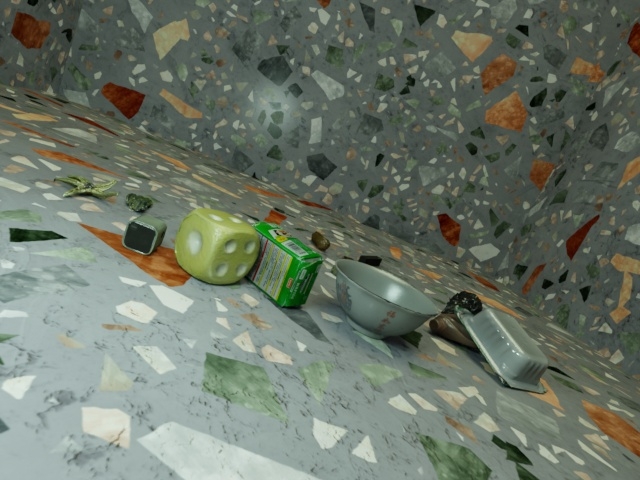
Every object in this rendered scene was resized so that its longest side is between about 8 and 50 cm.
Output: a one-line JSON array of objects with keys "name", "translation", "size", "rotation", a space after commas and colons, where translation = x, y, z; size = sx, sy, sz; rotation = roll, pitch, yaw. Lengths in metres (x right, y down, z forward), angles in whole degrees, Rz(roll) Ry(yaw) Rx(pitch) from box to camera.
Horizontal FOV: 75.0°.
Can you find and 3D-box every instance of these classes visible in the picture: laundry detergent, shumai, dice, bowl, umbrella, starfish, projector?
[{"name": "laundry detergent", "translation": [0.513, 0.338, 1.546], "size": [0.237, 0.076, 0.171], "rotation": [13, 20, -43]}, {"name": "shumai", "translation": [0.112, 0.115, 1.716], "size": [0.123, 0.087, 0.099], "rotation": [32, 12, 27]}, {"name": "dice", "translation": [-0.289, 0.015, 1.170], "size": [0.169, 0.166, 0.169], "rotation": [32, 14, 32]}, {"name": "bowl", "translation": [0.171, 0.200, 1.283], "size": [0.345, 0.157, 0.345], "rotation": [24, 11, -5]}, {"name": "umbrella", "translation": [0.617, 0.307, 1.810], "size": [0.154, 0.128, 0.336], "rotation": [12, 13, 22]}, {"name": "starfish", "translation": [-0.758, -0.171, 1.362], "size": [0.223, 0.050, 0.217], "rotation": [14, 16, 10]}, {"name": "projector", "translation": [-0.479, -0.017, 1.141], "size": [0.083, 0.083, 0.082], "rotation": [23, 12, -8]}]

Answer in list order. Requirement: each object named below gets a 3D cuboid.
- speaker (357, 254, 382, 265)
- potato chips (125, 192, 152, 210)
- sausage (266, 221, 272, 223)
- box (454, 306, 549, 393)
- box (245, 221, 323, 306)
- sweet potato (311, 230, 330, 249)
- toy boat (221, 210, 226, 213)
[{"name": "speaker", "translation": [0.257, 0.104, 2.151], "size": [0.040, 0.046, 0.191], "rotation": [32, 14, 30]}, {"name": "potato chips", "translation": [-0.648, -0.136, 1.482], "size": [0.091, 0.028, 0.207], "rotation": [19, 11, -18]}, {"name": "sausage", "translation": [-0.212, -0.045, 1.872], "size": [0.062, 0.054, 0.183], "rotation": [52, -5, -27]}, {"name": "box", "translation": [0.660, 0.359, 1.471], "size": [0.264, 0.106, 0.337], "rotation": [19, 28, -28]}, {"name": "box", "translation": [-0.126, 0.067, 1.240], "size": [0.250, 0.180, 0.103], "rotation": [33, 19, 34]}, {"name": "sweet potato", "translation": [-0.005, -0.004, 2.089], "size": [0.081, 0.062, 0.233], "rotation": [37, 5, -15]}, {"name": "toy boat", "translation": [-0.419, -0.110, 1.794], "size": [0.038, 0.038, 0.083], "rotation": [27, 11, 17]}]
